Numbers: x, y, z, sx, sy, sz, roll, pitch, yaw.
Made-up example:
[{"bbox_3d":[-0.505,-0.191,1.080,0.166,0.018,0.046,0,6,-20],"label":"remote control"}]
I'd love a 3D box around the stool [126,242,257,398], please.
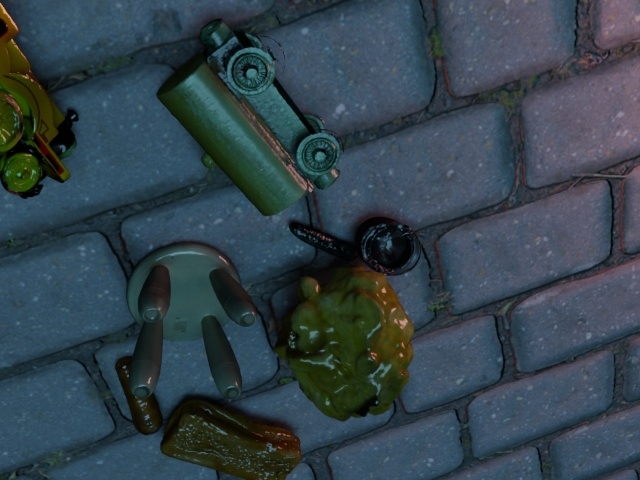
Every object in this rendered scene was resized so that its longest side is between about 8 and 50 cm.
[{"bbox_3d":[-0.217,0.131,1.106,0.195,0.198,0.195,6,117,-17],"label":"stool"}]

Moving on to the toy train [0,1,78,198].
[{"bbox_3d":[-0.426,-0.187,0.895,0.160,0.100,0.296,-51,144,-25],"label":"toy train"}]

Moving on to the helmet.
[{"bbox_3d":[0.111,0.006,1.203,0.123,0.070,0.098,26,99,-33],"label":"helmet"}]

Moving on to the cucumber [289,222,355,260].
[{"bbox_3d":[0.000,0.000,1.191,0.133,0.032,0.032,23,110,-26],"label":"cucumber"}]

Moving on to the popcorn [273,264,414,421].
[{"bbox_3d":[0.044,0.178,1.197,0.252,0.215,0.286,20,119,10],"label":"popcorn"}]

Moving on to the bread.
[{"bbox_3d":[-0.174,0.402,1.338,0.271,0.077,0.139,25,113,-25],"label":"bread"}]

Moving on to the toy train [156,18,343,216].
[{"bbox_3d":[-0.097,-0.168,1.004,0.189,0.126,0.307,-41,120,-1],"label":"toy train"}]

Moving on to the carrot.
[{"bbox_3d":[-0.332,0.284,1.245,0.055,0.055,0.161,-16,114,-7],"label":"carrot"}]
